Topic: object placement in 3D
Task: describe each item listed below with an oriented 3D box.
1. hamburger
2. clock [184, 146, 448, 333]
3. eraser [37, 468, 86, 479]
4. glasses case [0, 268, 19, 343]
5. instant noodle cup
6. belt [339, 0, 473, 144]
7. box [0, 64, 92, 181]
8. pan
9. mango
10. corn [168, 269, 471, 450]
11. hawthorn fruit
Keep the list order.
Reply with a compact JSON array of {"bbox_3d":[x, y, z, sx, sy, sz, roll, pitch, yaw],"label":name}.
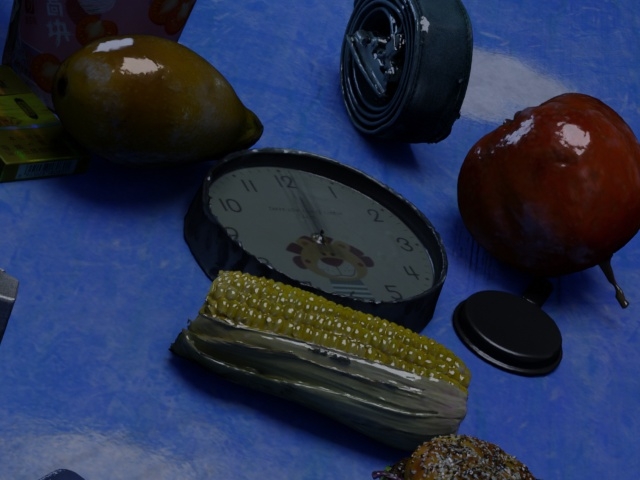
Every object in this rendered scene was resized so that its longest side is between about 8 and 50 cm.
[{"bbox_3d":[0.148,0.251,1.856,0.189,0.093,0.164,3,35,-35],"label":"hamburger"},{"bbox_3d":[0.000,0.002,2.193,0.312,0.061,0.313,17,31,-11],"label":"clock"},{"bbox_3d":[-0.262,0.261,1.605,0.082,0.036,0.225,35,31,20],"label":"eraser"},{"bbox_3d":[-0.319,0.111,1.640,0.070,0.205,0.047,17,29,-10],"label":"glasses case"},{"bbox_3d":[-0.265,-0.287,2.303,0.243,0.231,0.243,18,29,-10],"label":"instant noodle cup"},{"bbox_3d":[0.102,-0.241,2.516,0.116,0.206,0.267,8,23,-24],"label":"belt"},{"bbox_3d":[-0.362,-0.137,2.194,0.121,0.030,0.193,-8,43,-44],"label":"box"},{"bbox_3d":[0.237,0.085,2.256,0.136,0.028,0.235,29,30,9],"label":"pan"},{"bbox_3d":[-0.179,-0.151,2.194,0.192,0.146,0.316,2,-4,30],"label":"mango"},{"bbox_3d":[0.003,0.124,1.953,0.305,0.122,0.123,20,57,0],"label":"corn"},{"bbox_3d":[0.305,-0.038,2.335,0.242,0.242,0.272,-20,72,-51],"label":"hawthorn fruit"}]
